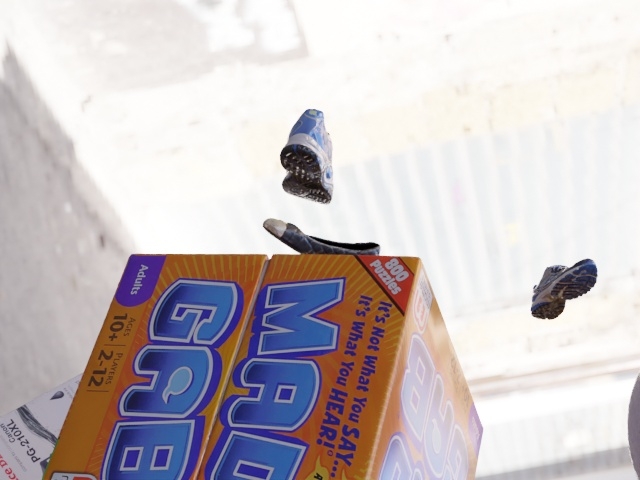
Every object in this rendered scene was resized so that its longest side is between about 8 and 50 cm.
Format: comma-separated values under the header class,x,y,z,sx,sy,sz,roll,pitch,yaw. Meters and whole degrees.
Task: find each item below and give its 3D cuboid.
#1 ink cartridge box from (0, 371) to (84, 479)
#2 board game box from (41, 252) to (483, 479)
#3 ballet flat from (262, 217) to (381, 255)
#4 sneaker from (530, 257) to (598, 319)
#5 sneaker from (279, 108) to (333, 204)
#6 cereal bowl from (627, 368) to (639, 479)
class,x,y,z,sx,sy,sz,roll,pitch,yaw
ink cartridge box,-0.406,0.333,2.175,0.172,0.237,0.100,47,-32,25
board game box,-0.048,0.261,1.584,0.356,0.356,0.356,66,32,-47
ballet flat,0.000,0.000,1.828,0.049,0.173,0.057,-65,-151,9
sneaker,0.321,0.052,1.879,0.135,0.052,0.058,-47,-143,48
sneaker,-0.011,-0.113,1.993,0.211,0.080,0.081,95,11,-70
cereal bowl,0.545,0.229,1.665,0.141,0.339,0.338,108,-28,-82
